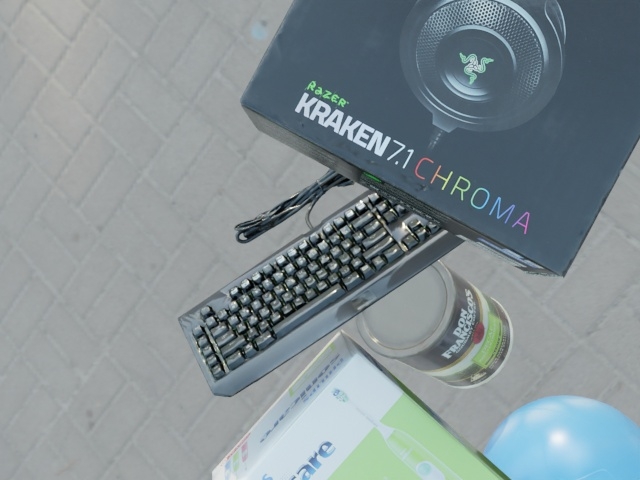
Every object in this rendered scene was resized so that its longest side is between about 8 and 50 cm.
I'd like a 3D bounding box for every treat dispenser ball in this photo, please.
[{"bbox_3d":[0.397,0.392,1.348,0.288,0.288,0.288,-1,88,27],"label":"treat dispenser ball"}]

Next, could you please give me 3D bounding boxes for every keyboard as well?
[{"bbox_3d":[0.000,0.000,0.824,0.317,0.033,0.201,-34,42,-2],"label":"keyboard"}]

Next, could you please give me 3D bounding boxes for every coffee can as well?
[{"bbox_3d":[0.221,0.155,1.610,0.202,0.275,0.201,-14,63,30],"label":"coffee can"}]

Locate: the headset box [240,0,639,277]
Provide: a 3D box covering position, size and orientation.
[{"bbox_3d":[0.120,-0.154,0.607,0.246,0.131,0.283,29,90,1],"label":"headset box"}]

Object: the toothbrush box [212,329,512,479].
[{"bbox_3d":[0.063,0.263,0.841,0.283,0.122,0.206,41,90,-9],"label":"toothbrush box"}]
